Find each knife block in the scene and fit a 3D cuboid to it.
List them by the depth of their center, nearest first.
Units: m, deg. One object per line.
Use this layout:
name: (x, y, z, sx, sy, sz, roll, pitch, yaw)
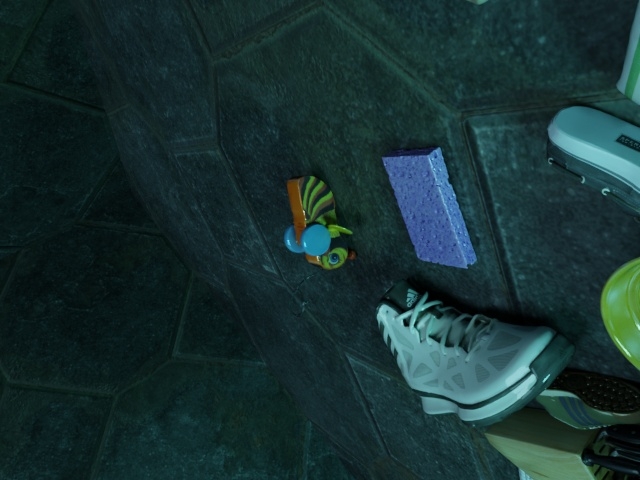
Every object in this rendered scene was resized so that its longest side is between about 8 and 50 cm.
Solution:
knife block: (0.423, 0.338, 0.798, 0.276, 0.088, 0.242, 36, 147, 38)

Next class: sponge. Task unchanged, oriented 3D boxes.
sponge: (0.183, -0.054, 0.828, 0.117, 0.031, 0.210, 9, 129, 57)

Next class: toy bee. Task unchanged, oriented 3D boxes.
toy bee: (0.000, 0.000, 1.115, 0.195, 0.162, 0.298, 40, 126, 48)

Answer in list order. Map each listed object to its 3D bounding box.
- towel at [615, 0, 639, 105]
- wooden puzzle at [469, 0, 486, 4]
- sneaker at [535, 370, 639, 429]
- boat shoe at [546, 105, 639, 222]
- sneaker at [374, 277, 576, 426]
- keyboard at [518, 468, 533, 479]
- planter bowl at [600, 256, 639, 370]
towel: (0.369, -0.090, 0.326, 0.325, 0.038, 0.248, 41, -175, 28)
wooden puzzle: (0.056, -0.454, 0.528, 0.348, 0.080, 0.322, 38, 149, 34)
sneaker: (0.416, 0.255, 0.750, 0.086, 0.064, 0.192, 55, 156, -15)
boat shoe: (0.335, -0.057, 0.507, 0.228, 0.080, 0.076, 40, 158, 32)
sneaker: (0.218, 0.176, 0.873, 0.257, 0.169, 0.447, 51, 157, 8)
keyboard: (0.450, 0.502, 1.027, 0.072, 0.014, 0.256, 22, 138, 50)
planter bowl: (0.417, 0.075, 0.492, 0.217, 0.090, 0.217, 39, 152, 25)
